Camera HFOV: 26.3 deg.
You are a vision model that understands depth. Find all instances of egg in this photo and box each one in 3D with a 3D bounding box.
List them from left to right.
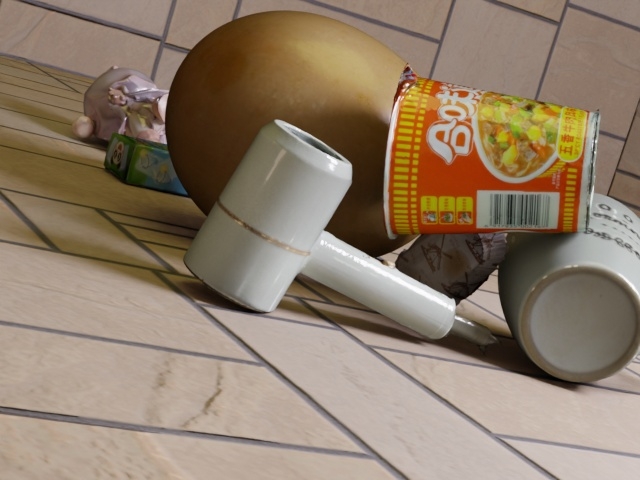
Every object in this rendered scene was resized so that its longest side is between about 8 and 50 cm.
[{"bbox_3d":[-0.016,-0.124,1.695,0.374,0.301,0.301,29,13,25],"label":"egg"}]

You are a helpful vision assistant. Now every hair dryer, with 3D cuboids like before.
[{"bbox_3d":[0.052,0.028,1.407,0.357,0.173,0.107,28,12,-24],"label":"hair dryer"}]

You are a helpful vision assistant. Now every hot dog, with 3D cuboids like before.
[{"bbox_3d":[0.151,0.020,1.594,0.053,0.192,0.099,-26,77,-40],"label":"hot dog"}]

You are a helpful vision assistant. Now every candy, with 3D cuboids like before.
[{"bbox_3d":[-0.206,-0.102,1.993,0.195,0.062,0.097,11,11,-30],"label":"candy"}]

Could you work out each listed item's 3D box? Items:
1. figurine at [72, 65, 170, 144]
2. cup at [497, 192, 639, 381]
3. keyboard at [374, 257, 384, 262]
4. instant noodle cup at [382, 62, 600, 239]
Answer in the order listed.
[{"bbox_3d":[-0.302,-0.207,2.237,0.200,0.133,0.276,-6,17,-26],"label":"figurine"},{"bbox_3d":[0.325,0.072,1.525,0.258,0.186,0.234,21,16,2],"label":"cup"},{"bbox_3d":[0.000,0.000,1.886,0.087,0.017,0.250,10,10,-35],"label":"keyboard"},{"bbox_3d":[0.186,-0.085,1.460,0.212,0.193,0.193,6,6,12],"label":"instant noodle cup"}]
